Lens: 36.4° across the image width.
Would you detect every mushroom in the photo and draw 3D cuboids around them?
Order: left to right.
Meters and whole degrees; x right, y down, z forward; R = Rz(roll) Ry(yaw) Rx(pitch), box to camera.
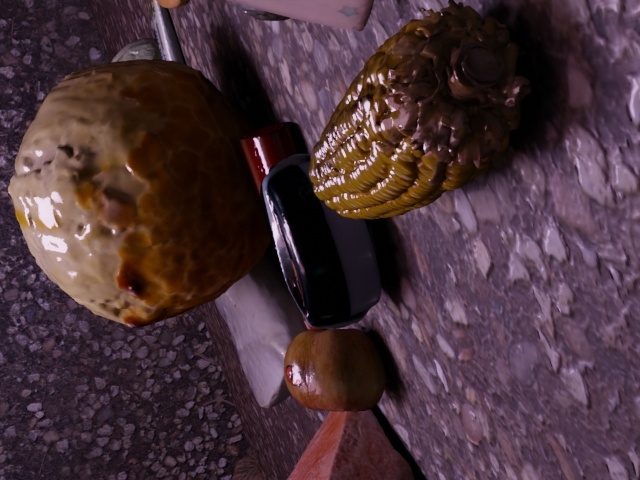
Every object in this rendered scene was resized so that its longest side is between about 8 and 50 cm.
[{"bbox_3d":[-0.113,0.064,1.564,0.177,0.126,0.397,103,145,-50],"label":"mushroom"}]

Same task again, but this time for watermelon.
[{"bbox_3d":[0.005,0.362,1.272,0.293,0.250,0.283,60,161,29],"label":"watermelon"}]

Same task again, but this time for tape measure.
[{"bbox_3d":[0.001,0.002,1.042,0.181,0.107,0.182,-124,18,-54],"label":"tape measure"}]

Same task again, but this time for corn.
[{"bbox_3d":[0.057,-0.074,0.704,0.318,0.115,0.115,139,109,-76],"label":"corn"}]

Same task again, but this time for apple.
[{"bbox_3d":[0.021,0.158,1.191,0.126,0.126,0.102,143,130,-76],"label":"apple"}]

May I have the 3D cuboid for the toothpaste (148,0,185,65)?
[{"bbox_3d":[-0.278,-0.369,1.749,0.067,0.037,0.256,-155,49,-71],"label":"toothpaste"}]

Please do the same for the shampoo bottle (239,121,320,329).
[{"bbox_3d":[-0.030,-0.016,1.227,0.102,0.064,0.260,-161,51,-72],"label":"shampoo bottle"}]

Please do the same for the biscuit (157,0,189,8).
[{"bbox_3d":[-0.228,-0.465,1.233,0.216,0.047,0.340,-13,98,56],"label":"biscuit"}]

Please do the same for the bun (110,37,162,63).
[{"bbox_3d":[-0.363,-0.249,1.943,0.293,0.187,0.293,161,90,-75],"label":"bun"}]

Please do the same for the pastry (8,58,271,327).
[{"bbox_3d":[-0.228,-0.067,1.359,0.388,0.312,0.389,6,-90,-72],"label":"pastry"}]

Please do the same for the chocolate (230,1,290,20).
[{"bbox_3d":[-0.046,-0.290,0.792,0.248,0.110,0.110,82,162,-44],"label":"chocolate"}]

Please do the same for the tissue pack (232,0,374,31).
[{"bbox_3d":[-0.018,-0.250,0.611,0.325,0.170,0.071,118,163,-73],"label":"tissue pack"}]
